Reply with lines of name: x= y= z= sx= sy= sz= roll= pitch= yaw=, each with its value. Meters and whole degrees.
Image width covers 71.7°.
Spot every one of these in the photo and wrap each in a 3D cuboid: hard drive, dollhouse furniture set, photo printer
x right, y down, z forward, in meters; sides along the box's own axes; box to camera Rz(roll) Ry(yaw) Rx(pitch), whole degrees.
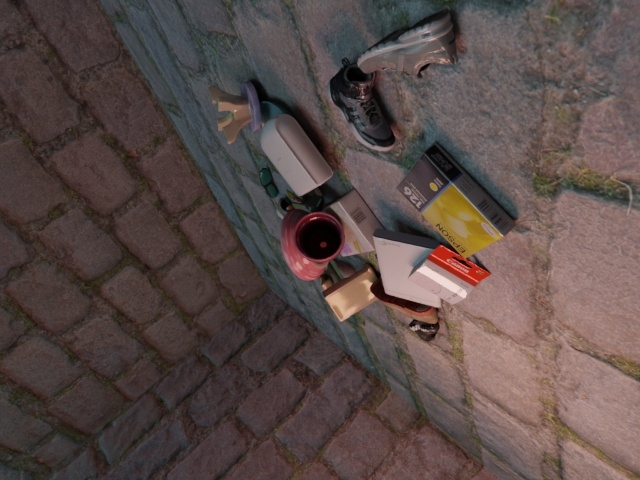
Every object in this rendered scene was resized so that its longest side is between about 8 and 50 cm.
hard drive: x=0.331 y=0.109 z=1.643 sx=0.233 sy=0.047 sz=0.352 roll=13 pitch=143 yaw=28
dollhouse furniture set: x=0.129 y=0.194 z=2.215 sx=0.362 sy=0.257 sz=0.394 roll=58 pitch=-179 yaw=-20
photo printer: x=-0.108 y=-0.328 z=1.694 sx=0.307 sy=0.107 sz=0.256 roll=53 pitch=161 yaw=-9

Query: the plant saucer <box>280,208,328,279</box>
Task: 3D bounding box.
plant saucer: x=-0.052 y=0.012 z=1.991 sx=0.084 sy=0.332 sz=0.332 roll=-16 pitch=119 yaw=29

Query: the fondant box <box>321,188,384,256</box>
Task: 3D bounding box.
fondant box: x=0.116 y=-0.061 z=1.841 sx=0.238 sy=0.096 sz=0.330 roll=53 pitch=162 yaw=-6

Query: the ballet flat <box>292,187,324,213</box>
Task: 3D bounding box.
ballet flat: x=-0.041 y=-0.196 z=1.917 sx=0.095 sy=0.096 sz=0.280 roll=25 pitch=-167 yaw=-29

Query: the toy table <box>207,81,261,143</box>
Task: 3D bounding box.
toy table: x=-0.348 y=-0.531 z=1.829 sx=0.274 sy=0.161 sz=0.252 roll=110 pitch=138 yaw=-66

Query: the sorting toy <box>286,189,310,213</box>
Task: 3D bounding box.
sorting toy: x=-0.068 y=-0.144 z=2.173 sx=0.132 sy=0.046 sz=0.274 roll=16 pitch=142 yaw=59

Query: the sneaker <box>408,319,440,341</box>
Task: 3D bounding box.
sneaker: x=0.472 y=0.390 z=1.923 sx=0.106 sy=0.078 sz=0.234 roll=48 pitch=165 yaw=-1

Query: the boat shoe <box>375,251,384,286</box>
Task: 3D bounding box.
boat shoe: x=0.276 y=0.133 z=1.860 sx=0.183 sy=0.083 sz=0.065 roll=49 pitch=161 yaw=3

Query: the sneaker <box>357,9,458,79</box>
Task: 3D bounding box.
sneaker: x=0.187 y=-0.412 z=1.007 sx=0.281 sy=0.105 sz=0.115 roll=14 pitch=139 yaw=59

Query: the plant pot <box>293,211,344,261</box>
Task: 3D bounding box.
plant pot: x=0.000 y=0.000 z=1.805 sx=0.201 sy=0.201 sz=0.180 roll=46 pitch=176 yaw=12

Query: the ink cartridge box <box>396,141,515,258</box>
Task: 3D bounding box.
ink cartridge box: x=0.360 y=-0.090 z=1.285 sx=0.303 sy=0.072 sz=0.307 roll=47 pitch=159 yaw=8

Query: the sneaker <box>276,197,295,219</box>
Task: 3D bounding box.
sneaker: x=-0.134 y=-0.117 z=2.298 sx=0.271 sy=0.100 sz=0.108 roll=43 pitch=155 yaw=21

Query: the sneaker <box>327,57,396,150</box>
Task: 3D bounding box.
sneaker: x=0.124 y=-0.374 z=1.221 sx=0.268 sy=0.101 sz=0.153 roll=51 pitch=164 yaw=4

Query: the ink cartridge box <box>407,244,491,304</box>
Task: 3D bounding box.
ink cartridge box: x=0.417 y=0.121 z=1.468 sx=0.189 sy=0.066 sz=0.232 roll=30 pitch=160 yaw=2

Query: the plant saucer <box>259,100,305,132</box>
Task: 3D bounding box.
plant saucer: x=-0.141 y=-0.431 z=1.806 sx=0.318 sy=0.044 sz=0.317 roll=42 pitch=160 yaw=20

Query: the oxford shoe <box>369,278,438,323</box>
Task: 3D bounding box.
oxford shoe: x=0.350 y=0.267 z=1.897 sx=0.348 sy=0.123 sz=0.130 roll=27 pitch=156 yaw=51

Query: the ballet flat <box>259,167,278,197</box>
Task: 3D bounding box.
ballet flat: x=-0.285 y=-0.307 z=2.325 sx=0.074 sy=0.074 sz=0.203 roll=35 pitch=158 yaw=39
